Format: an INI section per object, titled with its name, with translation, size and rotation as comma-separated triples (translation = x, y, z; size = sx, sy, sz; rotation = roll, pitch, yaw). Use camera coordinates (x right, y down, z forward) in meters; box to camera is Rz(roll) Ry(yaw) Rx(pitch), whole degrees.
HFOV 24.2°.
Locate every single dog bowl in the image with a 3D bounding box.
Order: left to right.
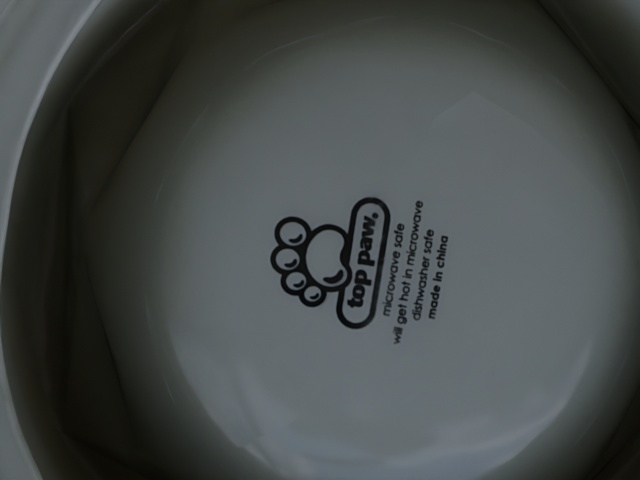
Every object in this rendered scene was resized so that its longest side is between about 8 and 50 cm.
[dog bowl]
translation = 0.031, 0.016, 0.659
size = 0.408, 0.408, 0.150
rotation = -2, -179, -9
